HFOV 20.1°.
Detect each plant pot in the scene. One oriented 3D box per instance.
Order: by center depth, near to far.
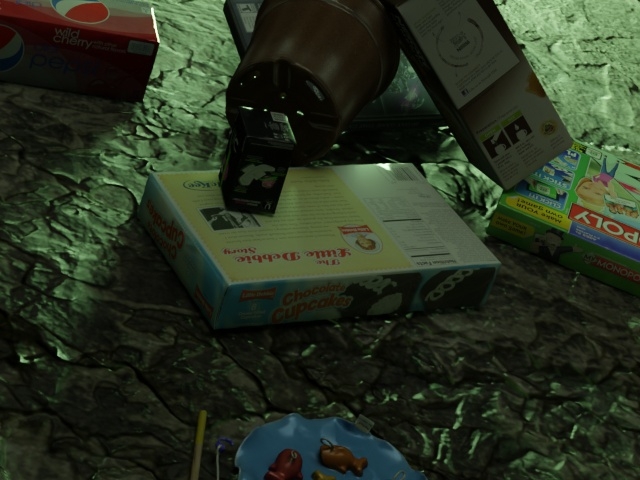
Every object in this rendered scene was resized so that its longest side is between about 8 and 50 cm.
[{"bbox_3d":[-0.018,-0.172,1.908,0.167,0.167,0.165,24,38,5],"label":"plant pot"}]

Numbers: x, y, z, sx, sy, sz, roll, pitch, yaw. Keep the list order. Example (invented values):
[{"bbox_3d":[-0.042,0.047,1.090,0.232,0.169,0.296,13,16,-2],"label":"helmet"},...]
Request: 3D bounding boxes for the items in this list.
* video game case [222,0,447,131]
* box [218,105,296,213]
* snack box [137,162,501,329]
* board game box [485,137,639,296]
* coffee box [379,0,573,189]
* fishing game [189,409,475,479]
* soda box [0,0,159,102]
[{"bbox_3d":[0.041,-0.208,2.107,0.274,0.026,0.196,-3,54,-24],"label":"video game case"},{"bbox_3d":[-0.062,-0.078,1.762,0.052,0.083,0.062,8,31,-18],"label":"box"},{"bbox_3d":[0.000,0.000,1.814,0.322,0.060,0.187,-3,38,-32],"label":"snack box"},{"bbox_3d":[0.359,-0.013,2.043,0.317,0.046,0.213,23,32,4],"label":"board game box"},{"bbox_3d":[0.163,-0.194,1.993,0.098,0.246,0.141,-34,22,-3],"label":"coffee box"},{"bbox_3d":[0.017,0.209,1.542,0.264,0.041,0.189,18,36,-5],"label":"fishing game"},{"bbox_3d":[-0.312,-0.225,1.952,0.263,0.083,0.092,8,35,-19],"label":"soda box"}]
